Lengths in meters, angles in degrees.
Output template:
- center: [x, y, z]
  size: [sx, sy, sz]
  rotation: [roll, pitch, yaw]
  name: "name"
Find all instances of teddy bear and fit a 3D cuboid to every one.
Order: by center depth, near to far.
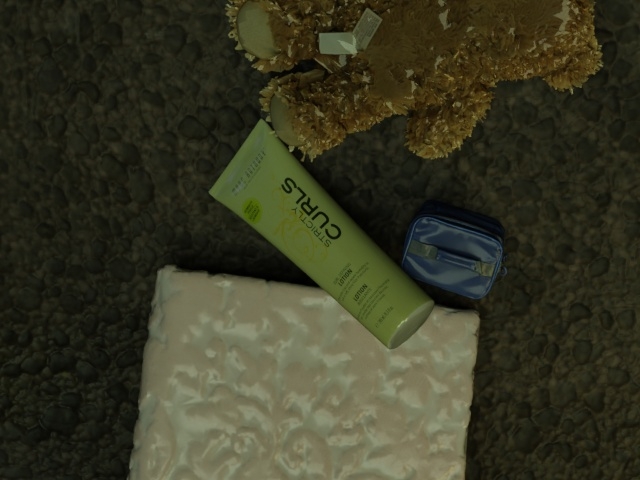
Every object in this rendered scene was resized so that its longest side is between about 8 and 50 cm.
- center: [0.081, -0.186, 1.692]
  size: [0.338, 0.113, 0.245]
  rotation: [-32, 95, 26]
  name: "teddy bear"

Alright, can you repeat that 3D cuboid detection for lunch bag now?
- center: [0.125, 0.011, 1.763]
  size: [0.098, 0.065, 0.067]
  rotation: [17, 111, 4]
  name: "lunch bag"

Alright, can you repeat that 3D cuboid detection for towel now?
- center: [-0.020, 0.205, 1.788]
  size: [0.317, 0.053, 0.331]
  rotation: [7, 85, 1]
  name: "towel"

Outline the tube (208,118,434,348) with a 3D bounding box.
- center: [0.000, 0.000, 1.763]
  size: [0.070, 0.062, 0.240]
  rotation: [-39, 72, -18]
  name: "tube"
